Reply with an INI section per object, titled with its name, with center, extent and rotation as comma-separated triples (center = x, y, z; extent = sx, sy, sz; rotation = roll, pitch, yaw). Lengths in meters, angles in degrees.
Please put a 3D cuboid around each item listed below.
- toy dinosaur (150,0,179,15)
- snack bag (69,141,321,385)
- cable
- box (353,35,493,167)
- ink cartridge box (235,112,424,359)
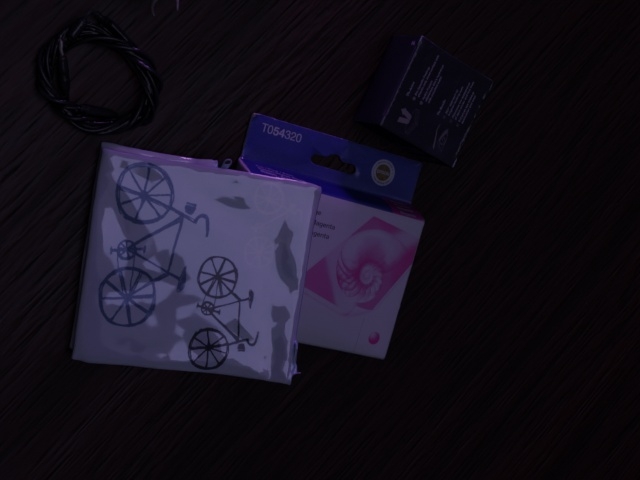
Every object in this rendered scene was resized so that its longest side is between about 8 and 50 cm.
[toy dinosaur]
center = -0.175, -0.477, 1.750
extent = 0.313, 0.121, 0.160
rotation = -44, 127, -19
[snack bag]
center = -0.178, 0.037, 1.818
extent = 0.342, 0.037, 0.323
rotation = 8, 94, -10
[cable]
center = -0.310, -0.223, 1.748
extent = 0.150, 0.047, 0.184
rotation = -48, 117, -11
[box]
center = 0.163, -0.222, 1.962
extent = 0.158, 0.093, 0.156
rotation = 27, 87, -29
[ink cartridge box]
center = 0.000, 0.000, 1.936
extent = 0.324, 0.071, 0.330
rotation = 13, 95, -28
